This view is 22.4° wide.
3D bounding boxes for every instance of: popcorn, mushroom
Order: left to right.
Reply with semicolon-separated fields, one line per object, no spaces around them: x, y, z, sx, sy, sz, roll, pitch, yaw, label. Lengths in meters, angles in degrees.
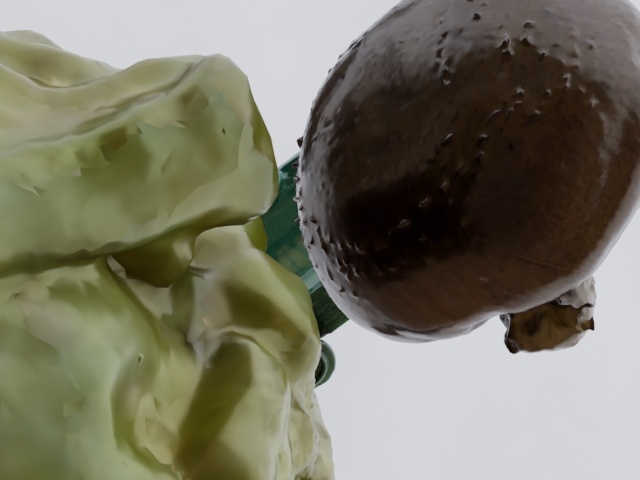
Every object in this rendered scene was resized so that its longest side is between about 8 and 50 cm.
-0.105;0.052;0.396;0.255;0.195;0.256;-35;-72;6;popcorn
0.047;-0.026;0.483;0.127;0.127;0.087;-28;-43;35;mushroom

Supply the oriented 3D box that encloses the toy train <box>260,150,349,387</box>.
0.000;0.000;1.083;0.248;0.101;0.159;-36;-48;11;toy train
